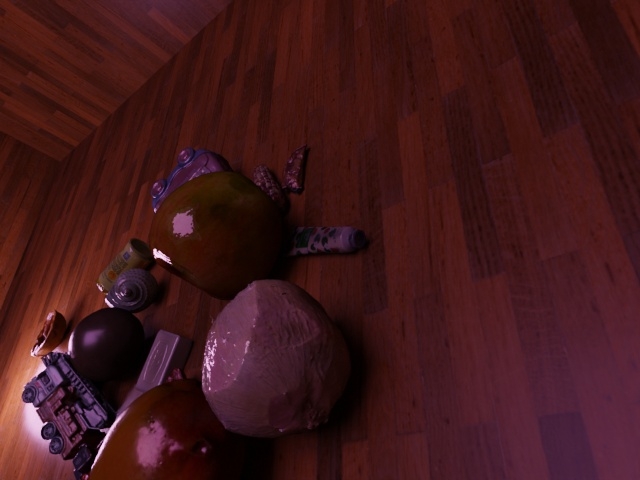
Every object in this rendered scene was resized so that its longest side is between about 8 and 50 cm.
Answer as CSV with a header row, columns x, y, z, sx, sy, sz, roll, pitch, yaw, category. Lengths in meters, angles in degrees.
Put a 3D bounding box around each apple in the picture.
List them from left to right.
x,y,z,sx,sy,sz,roll,pitch,yaw,category
-0.265,-0.016,1.270,0.340,0.340,0.339,-25,49,33,apple

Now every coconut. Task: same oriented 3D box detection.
x,y,z,sx,sy,sz,roll,pitch,yaw,category
-0.087,0.242,0.944,0.297,0.297,0.254,-46,29,13,coconut

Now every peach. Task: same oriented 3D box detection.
x,y,z,sx,sy,sz,roll,pitch,yaw,category
-0.309,0.467,1.005,0.372,0.290,0.372,-156,90,-90,peach

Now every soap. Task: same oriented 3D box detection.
x,y,z,sx,sy,sz,roll,pitch,yaw,category
-0.458,0.364,1.418,0.122,0.064,0.183,2,68,44,soap

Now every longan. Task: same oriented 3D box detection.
x,y,z,sx,sy,sz,roll,pitch,yaw,category
-0.683,0.334,1.557,0.248,0.248,0.248,-25,49,33,longan

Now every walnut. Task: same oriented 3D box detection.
x,y,z,sx,sy,sz,roll,pitch,yaw,category
-1.159,0.408,2.087,0.167,0.087,0.211,-17,52,47,walnut

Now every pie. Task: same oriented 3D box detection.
x,y,z,sx,sy,sz,roll,pitch,yaw,category
-0.080,-0.203,1.424,0.092,0.034,0.169,-19,54,33,pie

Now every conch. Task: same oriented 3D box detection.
x,y,z,sx,sy,sz,roll,pitch,yaw,category
-0.632,0.182,1.664,0.131,0.200,0.172,34,91,16,conch

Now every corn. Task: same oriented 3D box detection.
x,y,z,sx,sy,sz,roll,pitch,yaw,category
-0.159,-0.159,1.448,0.079,0.080,0.237,-43,39,17,corn

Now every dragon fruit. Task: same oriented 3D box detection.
x,y,z,sx,sy,sz,roll,pitch,yaw,category
-0.385,0.437,1.291,0.106,0.083,0.162,25,75,38,dragon fruit

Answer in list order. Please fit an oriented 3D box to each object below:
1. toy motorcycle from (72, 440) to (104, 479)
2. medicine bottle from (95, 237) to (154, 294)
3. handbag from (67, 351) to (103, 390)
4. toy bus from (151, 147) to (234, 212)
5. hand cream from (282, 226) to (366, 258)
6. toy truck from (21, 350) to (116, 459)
x,y,z,sx,sy,sz,roll,pitch,yaw,category
-0.573,0.677,1.284,0.221,0.147,0.326,-45,38,-21,toy motorcycle
-0.745,0.112,1.835,0.239,0.124,0.124,-47,41,13,medicine bottle
-0.874,0.493,1.735,0.254,0.093,0.307,25,84,49,handbag
-0.393,-0.145,1.591,0.294,0.197,0.232,-50,52,-1,toy bus
0.000,0.000,1.197,0.276,0.059,0.095,-3,61,50,hand cream
-0.802,0.509,1.540,0.184,0.133,0.338,-46,66,-1,toy truck
